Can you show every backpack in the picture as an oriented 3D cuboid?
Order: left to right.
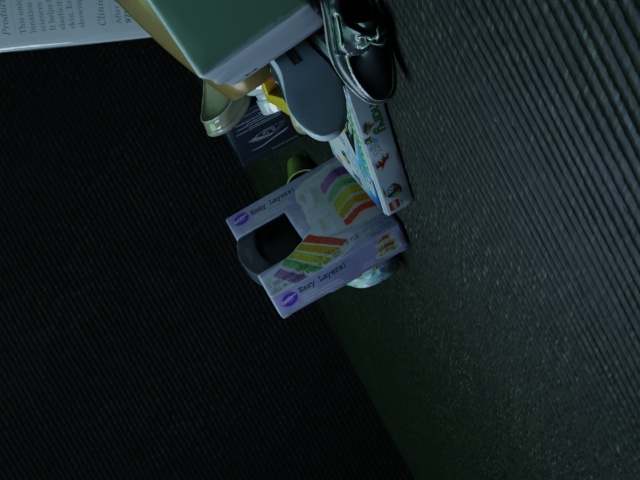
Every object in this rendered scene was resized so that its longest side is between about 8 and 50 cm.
[{"bbox_3d":[0.068,0.018,1.870,0.115,0.152,0.182,58,162,-19],"label":"backpack"}]

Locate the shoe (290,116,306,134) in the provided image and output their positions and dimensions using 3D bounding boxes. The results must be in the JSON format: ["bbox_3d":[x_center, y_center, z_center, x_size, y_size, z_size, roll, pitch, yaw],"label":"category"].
[{"bbox_3d":[-0.050,-0.297,1.763,0.058,0.076,0.219,-16,105,40],"label":"shoe"}]

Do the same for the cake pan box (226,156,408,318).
[{"bbox_3d":[-0.016,-0.012,1.764,0.245,0.267,0.070,57,175,48],"label":"cake pan box"}]

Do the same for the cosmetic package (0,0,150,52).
[{"bbox_3d":[-0.422,-0.521,1.796,0.327,0.394,0.329,-140,43,-72],"label":"cosmetic package"}]

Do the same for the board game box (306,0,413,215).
[{"bbox_3d":[0.040,-0.200,1.471,0.193,0.053,0.305,53,169,44],"label":"board game box"}]

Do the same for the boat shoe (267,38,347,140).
[{"bbox_3d":[-0.026,-0.216,1.359,0.228,0.080,0.076,57,177,27],"label":"boat shoe"}]

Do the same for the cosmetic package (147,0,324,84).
[{"bbox_3d":[-0.188,-0.420,1.206,0.453,0.161,0.230,56,-172,-3],"label":"cosmetic package"}]

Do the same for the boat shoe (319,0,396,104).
[{"bbox_3d":[0.044,-0.250,1.170,0.065,0.075,0.206,-127,15,-66],"label":"boat shoe"}]

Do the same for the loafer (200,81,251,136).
[{"bbox_3d":[-0.186,-0.319,1.912,0.092,0.102,0.268,37,-129,-38],"label":"loafer"}]

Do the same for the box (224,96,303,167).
[{"bbox_3d":[-0.135,-0.268,2.064,0.108,0.153,0.207,58,172,23],"label":"box"}]

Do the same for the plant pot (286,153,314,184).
[{"bbox_3d":[-0.043,-0.150,2.230,0.079,0.083,0.083,-110,-2,-46],"label":"plant pot"}]

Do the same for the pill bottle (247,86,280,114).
[{"bbox_3d":[-0.114,-0.334,1.832,0.193,0.108,0.108,63,173,-20],"label":"pill bottle"}]

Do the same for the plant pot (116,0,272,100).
[{"bbox_3d":[-0.155,-0.343,1.469,0.254,0.237,0.237,55,175,-14],"label":"plant pot"}]

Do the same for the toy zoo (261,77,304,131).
[{"bbox_3d":[-0.068,-0.313,1.625,0.192,0.030,0.293,29,142,58],"label":"toy zoo"}]
